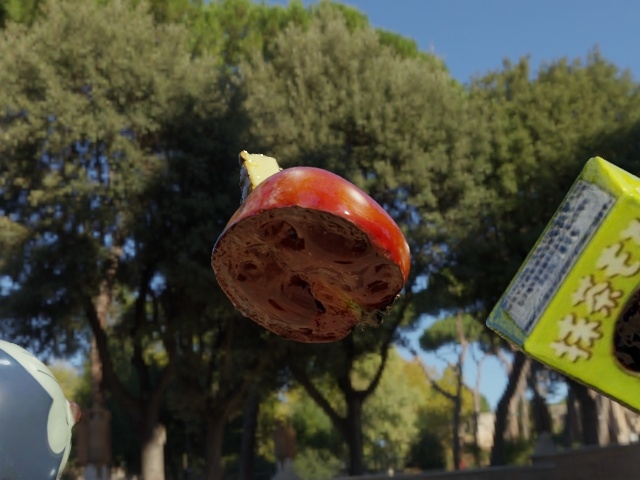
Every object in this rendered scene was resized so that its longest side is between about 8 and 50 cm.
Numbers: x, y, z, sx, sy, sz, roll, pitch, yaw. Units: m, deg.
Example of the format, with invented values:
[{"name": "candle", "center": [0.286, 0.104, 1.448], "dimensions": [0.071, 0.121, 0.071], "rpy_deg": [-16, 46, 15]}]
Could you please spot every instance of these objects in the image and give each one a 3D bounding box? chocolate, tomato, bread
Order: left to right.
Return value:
[{"name": "bread", "center": [-0.095, -0.111, 1.640], "dimensions": [0.084, 0.109, 0.080], "rpy_deg": [1, -8, -30]}, {"name": "tomato", "center": [0.000, 0.000, 0.702], "dimensions": [0.139, 0.091, 0.159], "rpy_deg": [32, -40, -14]}, {"name": "chocolate", "center": [0.439, 0.081, 1.301], "dimensions": [0.289, 0.301, 0.137], "rpy_deg": [28, 12, -9]}]

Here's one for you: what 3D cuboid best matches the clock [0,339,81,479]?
[{"name": "clock", "center": [-0.299, 0.130, 0.728], "dimensions": [0.146, 0.243, 0.199], "rpy_deg": [-36, -42, -31]}]
